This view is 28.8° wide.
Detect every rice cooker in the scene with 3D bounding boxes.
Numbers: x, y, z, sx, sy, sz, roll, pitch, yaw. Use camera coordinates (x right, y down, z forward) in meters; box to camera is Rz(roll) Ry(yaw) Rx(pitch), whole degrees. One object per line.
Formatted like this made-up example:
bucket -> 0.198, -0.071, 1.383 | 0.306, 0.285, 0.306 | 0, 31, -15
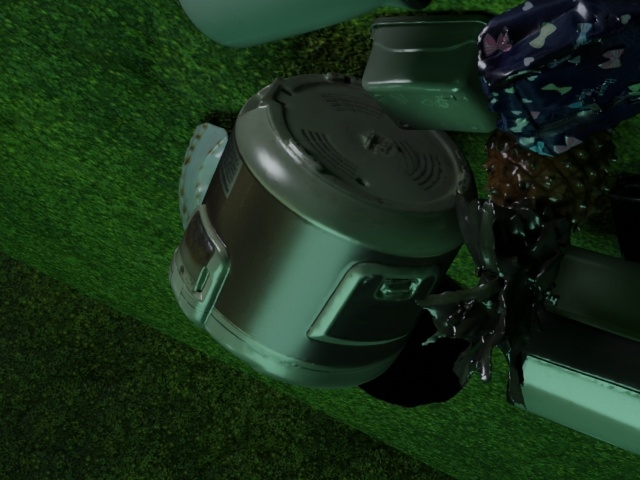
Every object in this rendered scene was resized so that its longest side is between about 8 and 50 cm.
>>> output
rice cooker -> 0.000, 0.000, 1.534 | 0.335, 0.335, 0.325 | 24, 124, -5

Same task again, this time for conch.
conch -> -0.088, -0.031, 1.877 | 0.303, 0.215, 0.319 | 25, 163, 27

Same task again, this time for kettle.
kettle -> 0.424, 0.160, 1.497 | 0.377, 0.250, 0.361 | 18, -174, 14
kettle -> -0.021, -0.302, 1.166 | 0.236, 0.161, 0.221 | -2, 119, 46

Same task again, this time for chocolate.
chocolate -> 0.086, 0.141, 2.140 | 0.340, 0.225, 0.210 | 34, 170, -30

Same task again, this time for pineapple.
pineapple -> 0.216, -0.002, 1.367 | 0.166, 0.364, 0.165 | 19, 155, 9

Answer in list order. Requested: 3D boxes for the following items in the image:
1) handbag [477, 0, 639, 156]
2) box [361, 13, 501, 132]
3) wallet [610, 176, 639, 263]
handbag -> 0.262, -0.178, 1.097 | 0.260, 0.113, 0.162 | -30, 145, 11
box -> 0.132, -0.181, 1.385 | 0.172, 0.092, 0.124 | 6, 156, 40
wallet -> 0.491, 0.017, 1.573 | 0.221, 0.071, 0.262 | 12, 153, 29
